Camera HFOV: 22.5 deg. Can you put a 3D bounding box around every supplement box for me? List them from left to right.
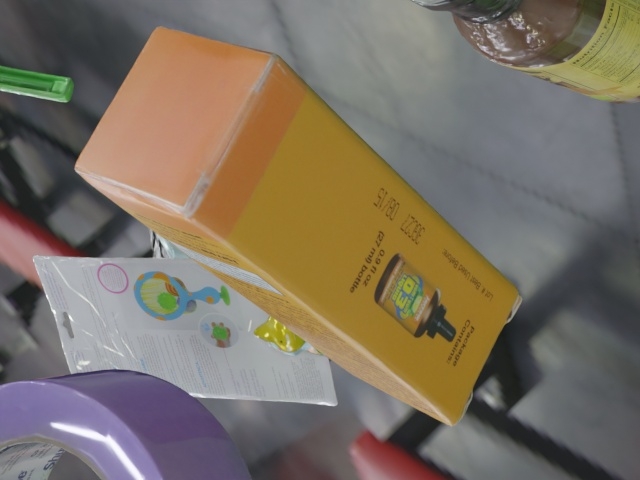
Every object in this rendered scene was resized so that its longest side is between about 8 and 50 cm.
[{"bbox_3d":[0.000,0.000,0.722,0.080,0.078,0.233,18,165,42],"label":"supplement box"}]

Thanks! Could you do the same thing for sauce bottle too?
[{"bbox_3d":[0.165,-0.176,1.183,0.111,0.111,0.344,35,-166,32],"label":"sauce bottle"}]

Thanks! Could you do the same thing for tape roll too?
[{"bbox_3d":[-0.130,0.167,0.878,0.189,0.189,0.080,40,-162,23],"label":"tape roll"}]

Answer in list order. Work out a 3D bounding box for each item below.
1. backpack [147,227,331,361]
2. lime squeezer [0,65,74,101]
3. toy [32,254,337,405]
[{"bbox_3d":[-0.069,0.009,1.667,0.253,0.191,0.225,44,-168,-44],"label":"backpack"},{"bbox_3d":[-0.303,-0.142,0.967,0.310,0.059,0.110,25,141,-19],"label":"lime squeezer"},{"bbox_3d":[-0.101,0.060,1.292,0.237,0.056,0.137,2,122,25],"label":"toy"}]
